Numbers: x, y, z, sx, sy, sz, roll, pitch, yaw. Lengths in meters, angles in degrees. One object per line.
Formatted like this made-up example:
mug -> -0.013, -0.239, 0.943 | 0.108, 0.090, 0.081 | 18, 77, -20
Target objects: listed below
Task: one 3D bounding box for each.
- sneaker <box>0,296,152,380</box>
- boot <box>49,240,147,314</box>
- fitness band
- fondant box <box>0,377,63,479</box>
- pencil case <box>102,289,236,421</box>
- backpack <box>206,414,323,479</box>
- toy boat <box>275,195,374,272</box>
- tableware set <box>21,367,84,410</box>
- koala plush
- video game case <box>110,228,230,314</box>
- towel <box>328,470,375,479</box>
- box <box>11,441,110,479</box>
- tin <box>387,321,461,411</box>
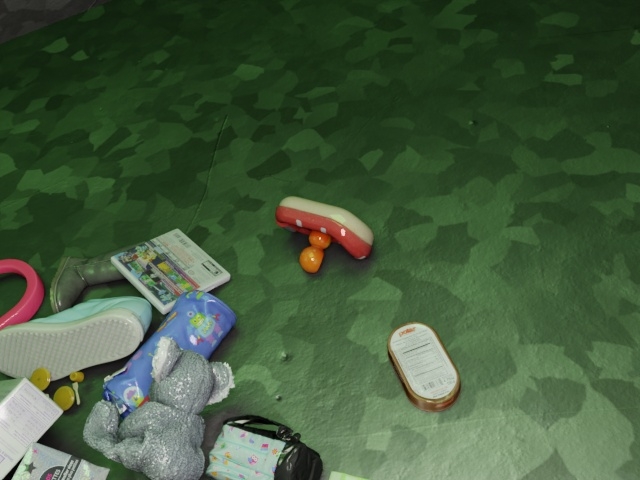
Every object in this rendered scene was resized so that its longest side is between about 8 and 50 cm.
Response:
sneaker -> -0.524, 0.201, 1.393 | 0.366, 0.135, 0.150 | -9, 18, 10
boot -> -0.505, 0.087, 1.515 | 0.209, 0.076, 0.189 | -4, 49, -1
fitness band -> -0.785, 0.164, 1.513 | 0.209, 0.054, 0.291 | 33, 63, 31
fondant box -> -0.622, 0.392, 1.118 | 0.238, 0.096, 0.330 | -19, 28, 52
pencil case -> -0.300, 0.229, 1.292 | 0.119, 0.133, 0.306 | -22, 26, 54
backpack -> -0.103, 0.374, 1.112 | 0.182, 0.152, 0.115 | 7, 53, 27
toy boat -> 0.000, 0.000, 1.452 | 0.231, 0.151, 0.151 | 16, 83, 25
tableware set -> -0.551, 0.306, 1.326 | 0.154, 0.024, 0.104 | -21, 69, 10
koala plush -> -0.252, 0.289, 1.121 | 0.203, 0.196, 0.221 | 3, 61, 50
video game case -> -0.337, 0.064, 1.471 | 0.201, 0.023, 0.183 | 38, 46, 27
towel -> 0.047, 0.461, 1.076 | 0.113, 0.023, 0.152 | 7, 50, 17
box -> -0.461, 0.478, 1.044 | 0.142, 0.163, 0.247 | 23, 50, -9
tin -> 0.196, 0.235, 1.244 | 0.106, 0.040, 0.189 | -17, 47, -9
